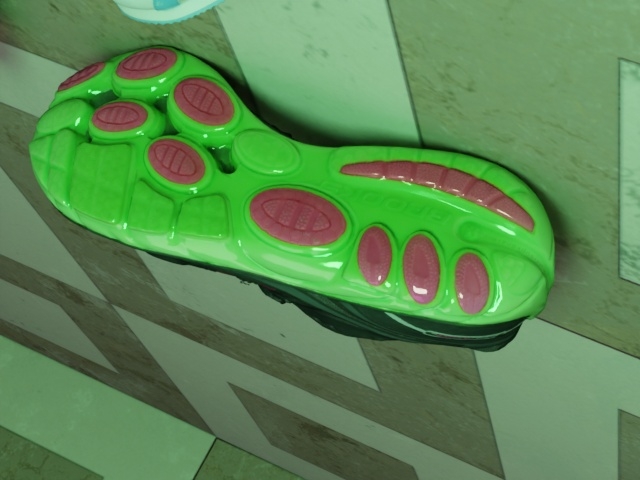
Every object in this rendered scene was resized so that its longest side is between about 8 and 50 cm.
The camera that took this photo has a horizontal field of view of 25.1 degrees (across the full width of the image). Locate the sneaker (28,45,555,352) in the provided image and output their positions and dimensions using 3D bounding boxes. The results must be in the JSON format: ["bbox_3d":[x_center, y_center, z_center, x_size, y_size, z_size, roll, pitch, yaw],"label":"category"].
[{"bbox_3d":[-0.040,-0.013,1.206,0.483,0.185,0.202,23,157,21],"label":"sneaker"}]

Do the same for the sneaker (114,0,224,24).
[{"bbox_3d":[-0.074,-0.203,0.919,0.228,0.087,0.092,-6,135,49],"label":"sneaker"}]
